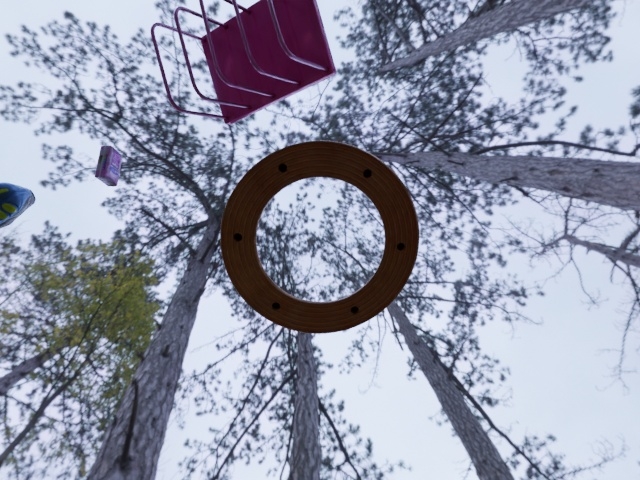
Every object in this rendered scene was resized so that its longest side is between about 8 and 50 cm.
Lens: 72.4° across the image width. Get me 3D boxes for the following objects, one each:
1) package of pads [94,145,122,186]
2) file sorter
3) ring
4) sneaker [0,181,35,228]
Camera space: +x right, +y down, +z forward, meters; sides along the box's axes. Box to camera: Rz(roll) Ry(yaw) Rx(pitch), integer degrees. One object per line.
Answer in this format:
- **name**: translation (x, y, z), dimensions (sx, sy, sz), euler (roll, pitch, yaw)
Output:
- **package of pads**: translation (-0.482, -0.169, 0.996), dimensions (0.032, 0.050, 0.083), euler (-3, -110, 8)
- **file sorter**: translation (-0.157, -0.381, 0.859), dimensions (0.291, 0.182, 0.202), euler (-14, -88, 30)
- **ring**: translation (0.000, 0.000, 0.749), dimensions (0.337, 0.032, 0.336), euler (0, -77, -1)
- **sneaker**: translation (-0.494, -0.025, 0.622), dimensions (0.188, 0.078, 0.067), euler (-26, -84, 1)
